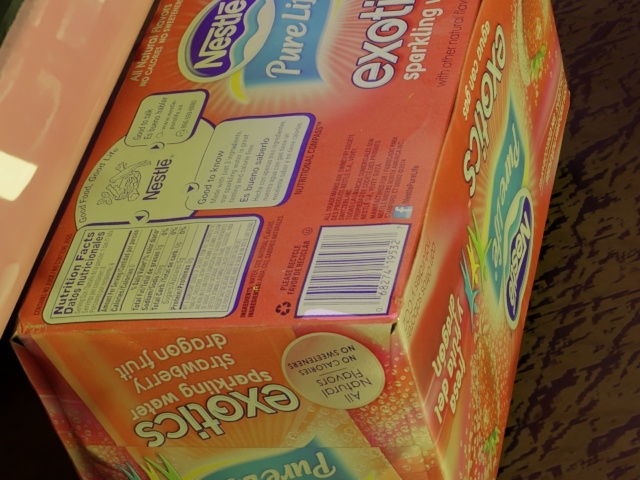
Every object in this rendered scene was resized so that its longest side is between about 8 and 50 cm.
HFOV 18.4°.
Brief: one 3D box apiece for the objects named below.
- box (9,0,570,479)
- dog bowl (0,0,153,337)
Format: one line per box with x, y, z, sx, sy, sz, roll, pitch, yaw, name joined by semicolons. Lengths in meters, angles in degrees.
0.004;-0.019;0.824;0.154;0.142;0.300;-3;42;18;box
-0.179;-0.019;0.761;0.150;0.408;0.408;25;35;-7;dog bowl
